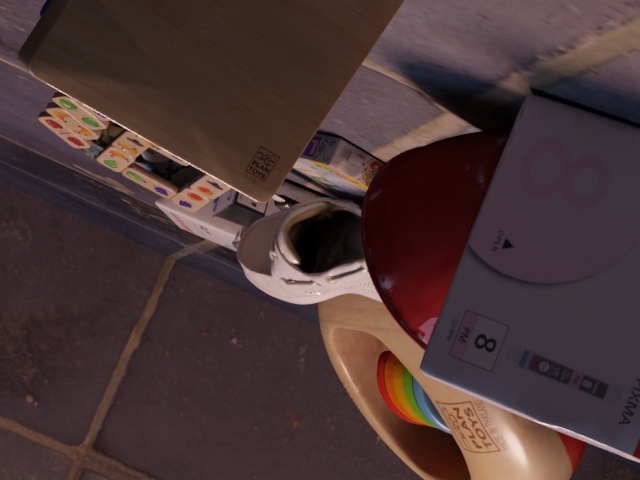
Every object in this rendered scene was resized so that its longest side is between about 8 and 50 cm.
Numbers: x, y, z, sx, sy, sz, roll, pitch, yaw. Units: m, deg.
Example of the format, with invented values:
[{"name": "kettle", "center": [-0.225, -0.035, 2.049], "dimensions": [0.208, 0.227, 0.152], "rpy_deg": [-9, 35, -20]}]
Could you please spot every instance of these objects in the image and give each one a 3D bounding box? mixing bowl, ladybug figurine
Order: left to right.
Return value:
[{"name": "ladybug figurine", "center": [0.143, 0.120, 1.928], "dimensions": [0.305, 0.162, 0.449], "rpy_deg": [59, 166, -12]}, {"name": "mixing bowl", "center": [0.129, -0.006, 1.321], "dimensions": [0.181, 0.181, 0.098], "rpy_deg": [26, 142, -20]}]

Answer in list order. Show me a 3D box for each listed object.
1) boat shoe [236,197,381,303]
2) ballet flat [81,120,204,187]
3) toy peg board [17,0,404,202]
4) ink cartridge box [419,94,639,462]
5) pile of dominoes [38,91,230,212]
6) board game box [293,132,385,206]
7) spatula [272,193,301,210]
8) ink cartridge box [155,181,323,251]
[{"name": "boat shoe", "center": [0.000, 0.000, 1.802], "dimensions": [0.096, 0.098, 0.277], "rpy_deg": [29, 163, -35]}, {"name": "ballet flat", "center": [-0.187, -0.102, 2.045], "dimensions": [0.188, 0.070, 0.070], "rpy_deg": [15, 169, 34]}, {"name": "toy peg board", "center": [-0.055, -0.129, 0.966], "dimensions": [0.161, 0.161, 0.079], "rpy_deg": [30, -173, -39]}, {"name": "ink cartridge box", "center": [0.198, 0.036, 1.186], "dimensions": [0.232, 0.189, 0.066], "rpy_deg": [21, 177, 28]}, {"name": "pile of dominoes", "center": [-0.169, -0.088, 1.884], "dimensions": [0.196, 0.040, 0.251], "rpy_deg": [28, 158, -15]}, {"name": "board game box", "center": [0.037, -0.054, 1.750], "dimensions": [0.154, 0.026, 0.103], "rpy_deg": [29, 173, -36]}, {"name": "spatula", "center": [-0.053, -0.059, 1.952], "dimensions": [0.296, 0.030, 0.084], "rpy_deg": [36, 167, -32]}, {"name": "ink cartridge box", "center": [-0.066, -0.026, 2.112], "dimensions": [0.190, 0.082, 0.139], "rpy_deg": [21, 173, 11]}]
